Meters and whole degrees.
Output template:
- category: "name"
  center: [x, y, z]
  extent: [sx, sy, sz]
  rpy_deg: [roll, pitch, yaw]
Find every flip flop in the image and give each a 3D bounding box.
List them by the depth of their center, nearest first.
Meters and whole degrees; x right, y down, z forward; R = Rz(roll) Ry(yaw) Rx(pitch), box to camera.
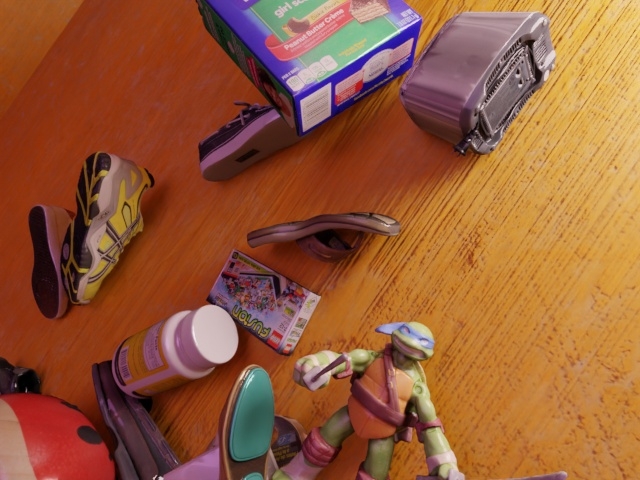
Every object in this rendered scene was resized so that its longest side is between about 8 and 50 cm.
- category: "flip flop"
  center: [0.000, 0.000, 0.686]
  extent: [0.277, 0.112, 0.080]
  rpy_deg: [-8, 91, 27]

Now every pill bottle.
- category: "pill bottle"
  center: [-0.252, 0.193, 0.729]
  extent: [0.208, 0.119, 0.119]
  rpy_deg: [-26, 58, 27]

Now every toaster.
- category: "toaster"
  center: [0.224, -0.233, 0.627]
  extent: [0.146, 0.129, 0.227]
  rpy_deg: [38, 94, 41]

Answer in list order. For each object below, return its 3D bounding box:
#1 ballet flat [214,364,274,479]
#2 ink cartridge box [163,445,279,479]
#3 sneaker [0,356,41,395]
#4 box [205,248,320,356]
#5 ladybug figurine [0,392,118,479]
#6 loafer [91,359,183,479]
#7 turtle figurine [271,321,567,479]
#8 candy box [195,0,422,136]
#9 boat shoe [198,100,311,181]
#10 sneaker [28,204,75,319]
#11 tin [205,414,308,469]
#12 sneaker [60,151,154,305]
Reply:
- category: "ballet flat"
  center: [-0.103, 0.275, 0.513]
  extent: [0.073, 0.080, 0.232]
  rpy_deg: [-19, 62, 35]
- category: "ink cartridge box"
  center: [-0.138, 0.445, 0.538]
  extent: [0.261, 0.066, 0.296]
  rpy_deg: [-31, 65, 4]
- category: "sneaker"
  center: [-0.733, 0.339, 1.008]
  extent: [0.234, 0.078, 0.106]
  rpy_deg: [33, 86, 34]
- category: "box"
  center: [-0.107, 0.103, 0.740]
  extent: [0.207, 0.036, 0.114]
  rpy_deg: [24, 83, 37]
- category: "ladybug figurine"
  center: [-0.478, 0.395, 0.716]
  extent: [0.449, 0.162, 0.305]
  rpy_deg: [-8, 102, 45]
- category: "loafer"
  center: [-0.335, 0.334, 0.762]
  extent: [0.095, 0.109, 0.302]
  rpy_deg: [-20, 46, -29]
- category: "turtle figurine"
  center: [0.046, 0.226, 0.469]
  extent: [0.266, 0.198, 0.274]
  rpy_deg: [-64, 15, 12]
- category: "candy box"
  center: [-0.028, -0.384, 0.746]
  extent: [0.268, 0.122, 0.317]
  rpy_deg: [-35, 71, -12]
- category: "boat shoe"
  center: [-0.132, -0.230, 0.855]
  extent: [0.306, 0.113, 0.105]
  rpy_deg: [-25, 72, 31]
- category: "sneaker"
  center: [-0.667, 0.054, 1.088]
  extent: [0.106, 0.123, 0.290]
  rpy_deg: [-4, 89, 20]
- category: "tin"
  center: [-0.098, 0.335, 0.634]
  extent: [0.190, 0.040, 0.106]
  rpy_deg: [-26, 54, 20]
- category: "sneaker"
  center: [-0.500, -0.009, 0.983]
  extent: [0.145, 0.147, 0.384]
  rpy_deg: [38, 110, 35]
